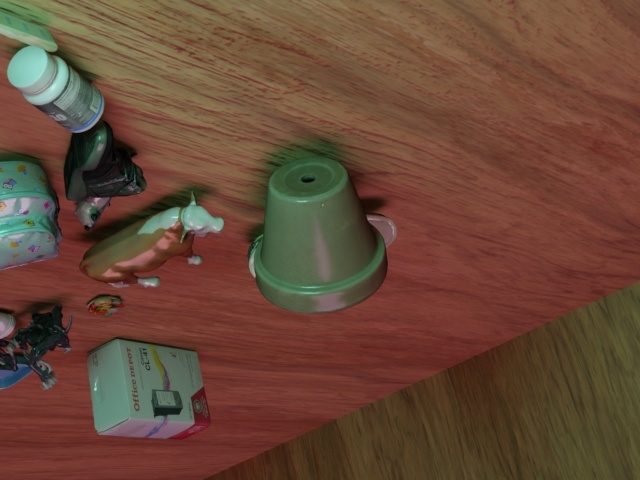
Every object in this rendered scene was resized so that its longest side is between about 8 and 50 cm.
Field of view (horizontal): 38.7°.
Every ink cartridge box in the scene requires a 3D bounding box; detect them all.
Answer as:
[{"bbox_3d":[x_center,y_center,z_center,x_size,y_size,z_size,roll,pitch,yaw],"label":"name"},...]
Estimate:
[{"bbox_3d":[-0.452,0.400,2.427,0.131,0.226,0.306,-28,153,27],"label":"ink cartridge box"}]

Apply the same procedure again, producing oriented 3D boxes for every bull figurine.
[{"bbox_3d":[-0.318,0.008,1.798,0.310,0.101,0.188,-20,157,12],"label":"bull figurine"}]

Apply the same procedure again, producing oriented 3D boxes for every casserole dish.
[{"bbox_3d":[-0.808,0.333,2.315,0.188,0.037,0.114,-33,150,34],"label":"casserole dish"}]

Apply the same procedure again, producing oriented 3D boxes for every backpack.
[{"bbox_3d":[-0.520,-0.042,1.528,0.165,0.144,0.188,-12,146,-16],"label":"backpack"}]

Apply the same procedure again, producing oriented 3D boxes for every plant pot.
[{"bbox_3d":[-0.011,-0.028,1.735,0.262,0.263,0.229,-12,127,-4],"label":"plant pot"}]

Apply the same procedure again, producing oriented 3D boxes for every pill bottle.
[{"bbox_3d":[-0.378,-0.216,1.305,0.078,0.078,0.137,-21,155,14],"label":"pill bottle"}]

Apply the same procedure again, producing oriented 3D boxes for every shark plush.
[{"bbox_3d":[-0.410,-0.052,1.682,0.067,0.073,0.161,-37,161,-27],"label":"shark plush"}]

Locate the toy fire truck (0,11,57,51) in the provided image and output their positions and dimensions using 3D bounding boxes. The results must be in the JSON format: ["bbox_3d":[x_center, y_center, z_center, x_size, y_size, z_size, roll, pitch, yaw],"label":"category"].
[{"bbox_3d":[-0.449,-0.219,1.122,0.246,0.217,0.158,-25,157,-11],"label":"toy fire truck"}]

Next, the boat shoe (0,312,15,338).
[{"bbox_3d":[-0.769,0.210,2.040,0.184,0.066,0.063,-22,141,22],"label":"boat shoe"}]

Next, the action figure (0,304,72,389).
[{"bbox_3d":[-0.645,0.242,2.069,0.275,0.164,0.141,-16,135,26],"label":"action figure"}]

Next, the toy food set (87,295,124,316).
[{"bbox_3d":[-0.497,0.152,2.111,0.083,0.020,0.082,-32,150,34],"label":"toy food set"}]

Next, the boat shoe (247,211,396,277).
[{"bbox_3d":[0.000,0.000,1.966,0.324,0.097,0.117,-17,116,-3],"label":"boat shoe"}]

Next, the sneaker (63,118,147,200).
[{"bbox_3d":[-0.344,-0.135,1.498,0.130,0.087,0.227,-5,157,-24],"label":"sneaker"}]
